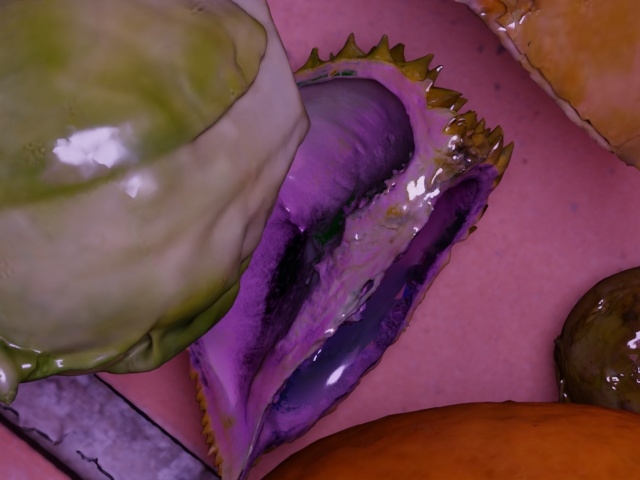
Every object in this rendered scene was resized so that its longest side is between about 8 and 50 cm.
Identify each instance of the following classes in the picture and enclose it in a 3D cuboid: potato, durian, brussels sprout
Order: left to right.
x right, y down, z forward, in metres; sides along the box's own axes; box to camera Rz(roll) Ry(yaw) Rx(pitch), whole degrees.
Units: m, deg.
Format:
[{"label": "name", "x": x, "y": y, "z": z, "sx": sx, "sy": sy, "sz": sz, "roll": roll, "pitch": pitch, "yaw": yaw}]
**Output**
[{"label": "brussels sprout", "x": -0.139, "y": -0.037, "z": 1.066, "sx": 0.294, "sy": 0.259, "sz": 0.227, "roll": -34, "pitch": 110, "yaw": 1}, {"label": "durian", "x": -0.001, "y": -0.007, "z": 1.175, "sx": 0.260, "sy": 0.154, "sz": 0.186, "roll": -41, "pitch": 86, "yaw": 15}, {"label": "potato", "x": 0.226, "y": 0.087, "z": 1.247, "sx": 0.137, "sy": 0.137, "sz": 0.176, "roll": -35, "pitch": 130, "yaw": 2}]

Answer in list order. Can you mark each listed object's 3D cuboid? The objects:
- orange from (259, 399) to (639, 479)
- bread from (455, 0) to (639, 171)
[{"label": "orange", "x": 0.121, "y": 0.276, "z": 1.129, "sx": 0.424, "sy": 0.424, "sz": 0.326, "roll": 6, "pitch": 67, "yaw": -12}, {"label": "bread", "x": 0.165, "y": -0.227, "z": 1.075, "sx": 0.315, "sy": 0.248, "sz": 0.279, "roll": 34, "pitch": 100, "yaw": -22}]
